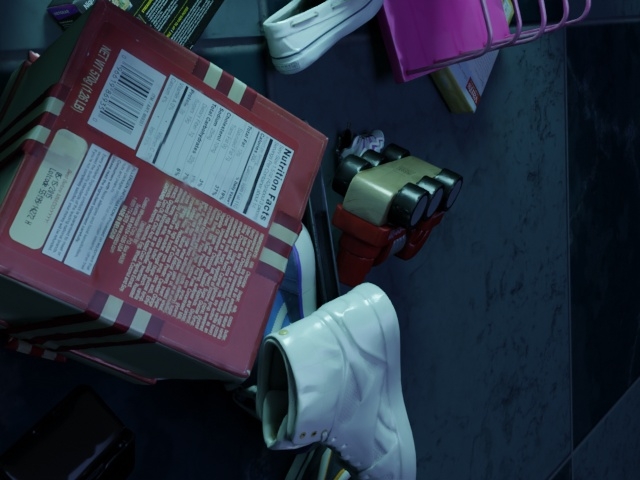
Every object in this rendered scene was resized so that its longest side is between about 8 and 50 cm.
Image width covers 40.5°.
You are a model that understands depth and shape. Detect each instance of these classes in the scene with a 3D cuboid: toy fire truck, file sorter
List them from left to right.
[{"bbox_3d":[0.095,0.015,1.203,0.217,0.159,0.246,-25,139,-61],"label":"toy fire truck"},{"bbox_3d":[0.238,-0.374,1.264,0.291,0.182,0.202,-27,106,-41],"label":"file sorter"}]

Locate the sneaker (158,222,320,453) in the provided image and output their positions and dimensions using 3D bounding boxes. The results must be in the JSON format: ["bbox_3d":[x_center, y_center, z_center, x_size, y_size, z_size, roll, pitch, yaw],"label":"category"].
[{"bbox_3d":[-0.111,0.135,0.970,0.236,0.130,0.322,-22,117,-39],"label":"sneaker"}]

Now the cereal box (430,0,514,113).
[{"bbox_3d":[0.243,-0.356,1.442,0.173,0.047,0.240,49,57,-42],"label":"cereal box"}]

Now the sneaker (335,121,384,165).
[{"bbox_3d":[0.053,-0.143,1.216,0.098,0.038,0.069,-55,135,-35],"label":"sneaker"}]

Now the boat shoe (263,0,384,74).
[{"bbox_3d":[0.011,-0.301,1.102,0.226,0.083,0.075,-53,134,-35],"label":"boat shoe"}]

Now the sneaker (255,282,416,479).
[{"bbox_3d":[0.009,0.206,0.955,0.169,0.108,0.292,-22,114,-31],"label":"sneaker"}]

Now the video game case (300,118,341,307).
[{"bbox_3d":[0.000,0.000,1.072,0.196,0.026,0.274,-107,-173,-72],"label":"video game case"}]

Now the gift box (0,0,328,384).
[{"bbox_3d":[-0.188,-0.037,0.726,0.276,0.258,0.255,33,65,-25],"label":"gift box"}]

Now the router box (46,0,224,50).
[{"bbox_3d":[-0.177,-0.247,0.884,0.133,0.046,0.178,54,52,-41],"label":"router box"}]

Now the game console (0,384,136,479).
[{"bbox_3d":[-0.250,0.227,0.868,0.122,0.071,0.107,-46,158,-40],"label":"game console"}]

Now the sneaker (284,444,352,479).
[{"bbox_3d":[0.053,0.262,1.192,0.126,0.128,0.321,41,60,-46],"label":"sneaker"}]
